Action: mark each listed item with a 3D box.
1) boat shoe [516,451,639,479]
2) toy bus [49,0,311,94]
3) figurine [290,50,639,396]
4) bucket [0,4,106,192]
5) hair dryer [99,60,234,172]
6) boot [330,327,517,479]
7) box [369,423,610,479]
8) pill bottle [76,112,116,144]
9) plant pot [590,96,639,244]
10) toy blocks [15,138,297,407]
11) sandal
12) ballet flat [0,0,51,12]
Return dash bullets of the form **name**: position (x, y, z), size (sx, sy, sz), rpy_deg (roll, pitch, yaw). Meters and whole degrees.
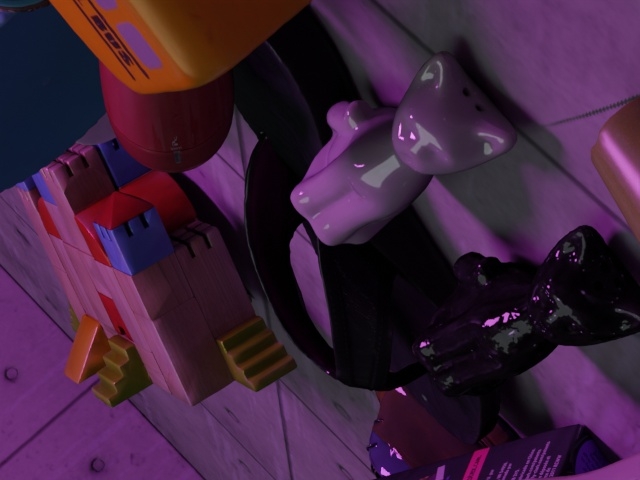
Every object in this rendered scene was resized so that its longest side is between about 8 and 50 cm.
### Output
- **boat shoe**: position (0.187, 0.230, 1.194), size (0.340, 0.127, 0.158), rpy_deg (-26, 110, 45)
- **toy bus**: position (-0.133, -0.223, 0.820), size (0.333, 0.108, 0.130), rpy_deg (53, 164, -16)
- **figurine**: position (0.093, -0.011, 1.166), size (0.215, 0.092, 0.209), rpy_deg (51, 157, -5)
- **bucket**: position (-0.258, -0.174, 1.390), size (0.183, 0.281, 0.281), rpy_deg (43, 164, 14)
- **hair dryer**: position (-0.112, -0.151, 1.157), size (0.293, 0.080, 0.224), rpy_deg (-147, 41, -79)
- **boot**: position (0.059, 0.147, 1.581), size (0.219, 0.106, 0.082), rpy_deg (39, 162, 32)
- **box**: position (0.110, 0.269, 1.435), size (0.270, 0.143, 0.165), rpy_deg (-21, 113, 38)
- **pill bottle**: position (-0.243, -0.181, 1.600), size (0.221, 0.121, 0.121), rpy_deg (40, 163, 30)
- **plant pot**: position (0.171, -0.027, 0.908), size (0.079, 0.083, 0.083), rpy_deg (53, 169, 31)
- **toy blocks**: position (-0.192, -0.002, 1.857), size (0.381, 0.190, 0.261), rpy_deg (21, 138, 61)
- **sandal**: position (-0.002, -0.002, 1.384), size (0.167, 0.107, 0.446), rpy_deg (28, 154, 52)
- **ballet flat**: position (-0.268, -0.380, 1.181), size (0.182, 0.164, 0.483), rpy_deg (-114, -1, -59)
